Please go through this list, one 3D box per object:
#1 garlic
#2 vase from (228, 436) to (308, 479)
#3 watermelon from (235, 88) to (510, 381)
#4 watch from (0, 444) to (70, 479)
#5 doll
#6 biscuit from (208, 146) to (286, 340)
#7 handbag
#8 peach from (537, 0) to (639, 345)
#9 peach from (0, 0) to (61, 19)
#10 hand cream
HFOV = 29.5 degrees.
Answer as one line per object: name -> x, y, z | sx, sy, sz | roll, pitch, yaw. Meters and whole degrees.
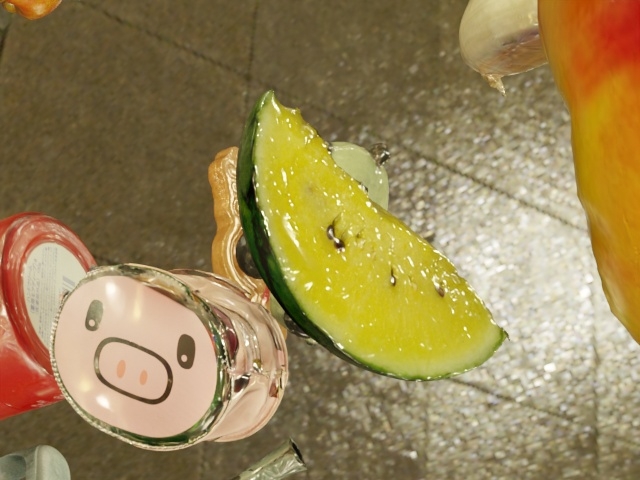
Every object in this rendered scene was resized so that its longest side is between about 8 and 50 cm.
garlic -> 0.193, -0.192, 1.130 | 0.129, 0.198, 0.090 | 20, 57, -30
vase -> -0.105, 0.364, 1.854 | 0.167, 0.059, 0.059 | -29, 88, 1
watermelon -> 0.025, 0.022, 0.992 | 0.301, 0.123, 0.129 | 43, 92, -19
watch -> -0.383, 0.343, 1.452 | 0.068, 0.193, 0.206 | 46, 12, -34
doll -> -0.001, -0.002, 1.341 | 0.143, 0.135, 0.234 | 18, 85, -44
biscuit -> -0.097, 0.022, 1.841 | 0.202, 0.047, 0.333 | 34, 48, -54
handbag -> -0.143, 0.111, 1.159 | 0.116, 0.205, 0.179 | -12, 120, -66
peach -> 0.295, -0.091, 0.562 | 0.388, 0.388, 0.388 | 16, 60, -31
peach -> -0.294, -0.278, 1.212 | 0.101, 0.101, 0.100 | 16, 60, -31
hand cream -> -0.352, 0.088, 1.397 | 0.230, 0.149, 0.230 | -17, 90, -72
